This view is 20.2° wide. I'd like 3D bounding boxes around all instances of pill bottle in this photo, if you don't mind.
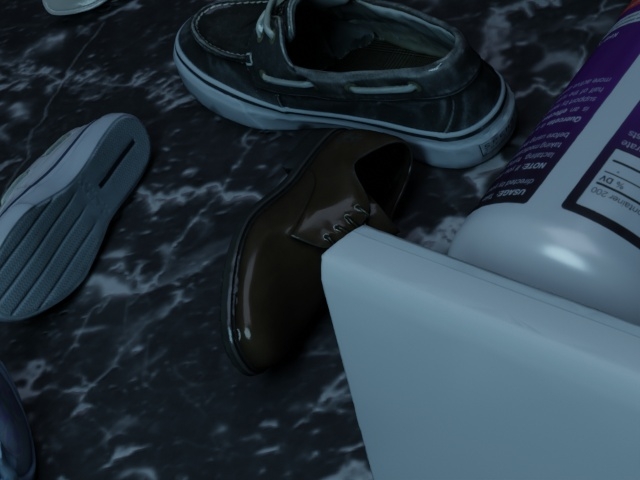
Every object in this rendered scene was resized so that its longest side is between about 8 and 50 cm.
[{"bbox_3d":[0.200,-0.010,1.111,0.181,0.181,0.323,17,58,39],"label":"pill bottle"}]

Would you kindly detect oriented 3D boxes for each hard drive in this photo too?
[{"bbox_3d":[0.160,0.139,0.939,0.353,0.233,0.047,21,47,40],"label":"hard drive"}]

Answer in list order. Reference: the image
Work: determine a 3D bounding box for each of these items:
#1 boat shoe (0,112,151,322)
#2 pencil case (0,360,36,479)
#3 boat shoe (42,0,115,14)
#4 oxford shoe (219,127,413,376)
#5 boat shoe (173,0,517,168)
[{"bbox_3d":[-0.215,-0.014,1.422,0.076,0.083,0.226,-6,32,38],"label":"boat shoe"},{"bbox_3d":[-0.337,0.165,1.264,0.273,0.113,0.124,-20,61,8],"label":"pencil case"},{"bbox_3d":[-0.197,-0.243,1.663,0.125,0.038,0.046,-30,83,5],"label":"boat shoe"},{"bbox_3d":[0.000,0.000,1.271,0.096,0.083,0.227,-1,48,37],"label":"oxford shoe"},{"bbox_3d":[0.007,-0.155,1.405,0.335,0.119,0.121,15,56,37],"label":"boat shoe"}]
